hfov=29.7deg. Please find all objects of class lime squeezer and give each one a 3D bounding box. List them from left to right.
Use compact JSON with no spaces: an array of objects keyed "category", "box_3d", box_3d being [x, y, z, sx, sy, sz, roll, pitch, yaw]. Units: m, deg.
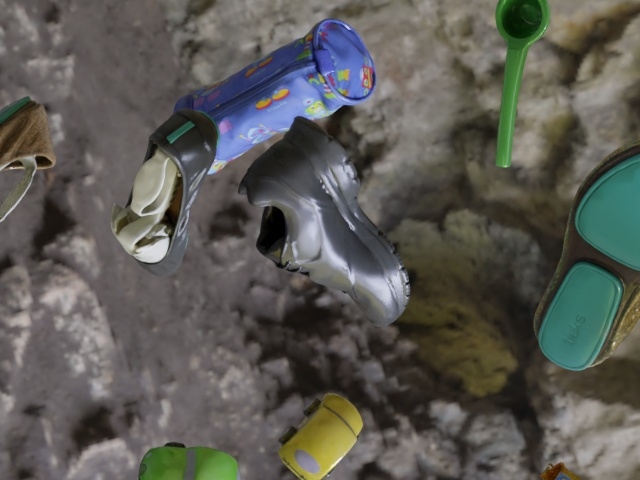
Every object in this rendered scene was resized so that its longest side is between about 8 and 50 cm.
[{"category":"lime squeezer","box_3d":[0.208,-0.229,1.167,0.110,0.059,0.310,62,49,-65]}]

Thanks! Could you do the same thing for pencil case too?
[{"category":"pencil case","box_3d":[-0.075,-0.191,1.643,0.133,0.306,0.119,-21,89,-55]}]

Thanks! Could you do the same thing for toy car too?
[{"category":"toy car","box_3d":[-0.059,0.237,1.142,0.053,0.225,0.239,135,-35,-55]}]

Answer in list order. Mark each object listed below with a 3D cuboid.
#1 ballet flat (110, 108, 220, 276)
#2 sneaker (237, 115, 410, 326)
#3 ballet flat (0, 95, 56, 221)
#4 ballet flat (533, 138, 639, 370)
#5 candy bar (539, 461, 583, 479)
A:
[{"category":"ballet flat","box_3d":[-0.204,-0.045,1.460,0.096,0.095,0.280,-37,158,-44]},{"category":"sneaker","box_3d":[0.000,0.000,1.339,0.109,0.130,0.286,34,-21,55]},{"category":"ballet flat","box_3d":[-0.453,-0.065,1.516,0.342,0.116,0.124,-44,112,-49]},{"category":"ballet flat","box_3d":[0.305,-0.003,1.207,0.348,0.123,0.123,104,-18,-50]},{"category":"candy bar","box_3d":[0.216,0.212,0.876,0.161,0.040,0.018,33,-8,49]}]
